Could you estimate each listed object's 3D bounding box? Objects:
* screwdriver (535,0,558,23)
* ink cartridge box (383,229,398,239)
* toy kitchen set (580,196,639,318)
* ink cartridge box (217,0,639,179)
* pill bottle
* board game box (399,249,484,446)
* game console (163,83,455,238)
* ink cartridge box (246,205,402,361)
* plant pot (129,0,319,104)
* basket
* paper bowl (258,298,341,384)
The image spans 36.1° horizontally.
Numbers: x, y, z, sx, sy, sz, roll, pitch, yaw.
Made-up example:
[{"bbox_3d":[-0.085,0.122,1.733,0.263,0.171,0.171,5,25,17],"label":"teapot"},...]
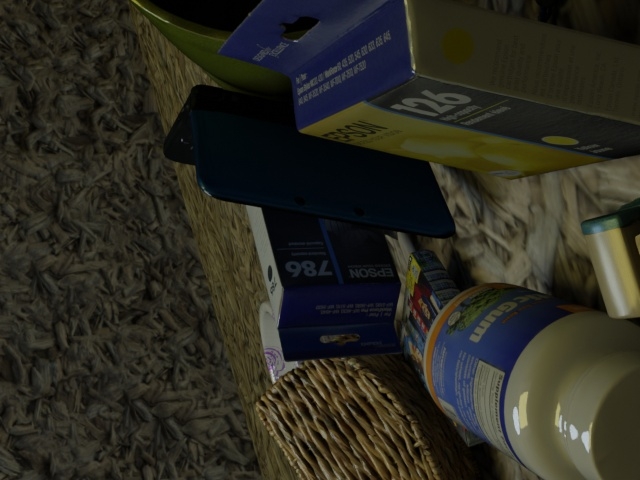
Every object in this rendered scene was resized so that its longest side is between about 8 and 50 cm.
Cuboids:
[{"bbox_3d":[0.192,-0.181,0.863,0.025,0.024,0.170,31,146,24],"label":"screwdriver"},{"bbox_3d":[0.090,-0.043,1.344,0.115,0.029,0.063,-148,46,-67],"label":"ink cartridge box"},{"bbox_3d":[0.280,-0.041,0.624,0.207,0.166,0.122,-17,89,38],"label":"toy kitchen set"},{"bbox_3d":[0.088,-0.115,0.775,0.303,0.307,0.072,179,99,-75],"label":"ink cartridge box"},{"bbox_3d":[0.209,0.128,0.862,0.272,0.152,0.152,-163,58,-71],"label":"pill bottle"},{"bbox_3d":[0.166,0.139,1.196,0.194,0.060,0.194,91,157,-47],"label":"board game box"},{"bbox_3d":[-0.025,-0.061,1.147,0.250,0.293,0.173,138,139,-61],"label":"game console"},{"bbox_3d":[0.000,0.000,1.294,0.065,0.165,0.333,112,149,-48],"label":"ink cartridge box"},{"bbox_3d":[-0.051,-0.315,1.059,0.353,0.366,0.367,92,160,-79],"label":"plant pot"},{"bbox_3d":[0.101,0.267,1.366,0.213,0.223,0.299,-43,73,28],"label":"basket"},{"bbox_3d":[0.006,0.219,1.673,0.284,0.148,0.284,164,90,-74],"label":"paper bowl"}]
